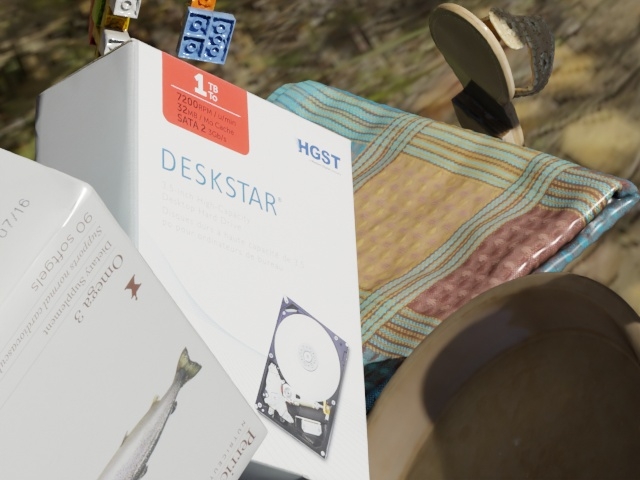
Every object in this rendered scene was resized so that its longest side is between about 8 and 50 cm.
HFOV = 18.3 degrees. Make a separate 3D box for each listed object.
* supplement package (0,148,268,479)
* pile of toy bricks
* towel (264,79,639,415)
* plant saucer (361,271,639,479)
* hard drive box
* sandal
[{"bbox_3d":[-0.114,0.053,0.743,0.105,0.179,0.105,20,67,32],"label":"supplement package"},{"bbox_3d":[-0.082,-0.217,1.264,0.118,0.105,0.212,8,114,-19],"label":"pile of toy bricks"},{"bbox_3d":[0.000,0.000,1.351,0.370,0.271,0.040,21,144,52],"label":"towel"},{"bbox_3d":[0.090,0.150,1.030,0.041,0.278,0.278,26,113,-28],"label":"plant saucer"},{"bbox_3d":[-0.069,0.030,1.131,0.089,0.181,0.232,-26,56,38],"label":"hard drive box"},{"bbox_3d":[0.147,-0.145,1.573,0.079,0.240,0.088,-43,67,-10],"label":"sandal"}]
